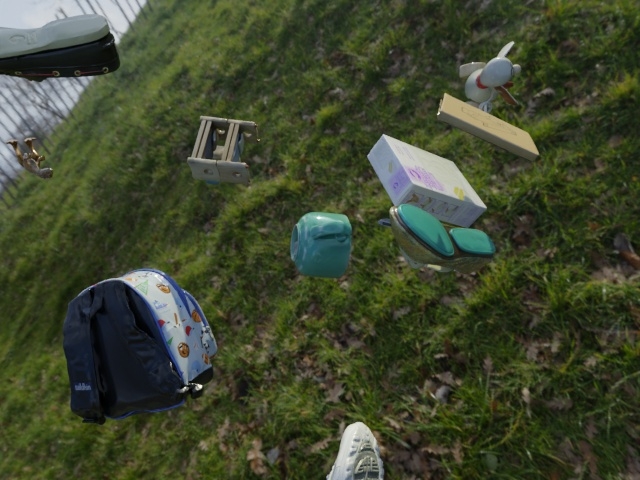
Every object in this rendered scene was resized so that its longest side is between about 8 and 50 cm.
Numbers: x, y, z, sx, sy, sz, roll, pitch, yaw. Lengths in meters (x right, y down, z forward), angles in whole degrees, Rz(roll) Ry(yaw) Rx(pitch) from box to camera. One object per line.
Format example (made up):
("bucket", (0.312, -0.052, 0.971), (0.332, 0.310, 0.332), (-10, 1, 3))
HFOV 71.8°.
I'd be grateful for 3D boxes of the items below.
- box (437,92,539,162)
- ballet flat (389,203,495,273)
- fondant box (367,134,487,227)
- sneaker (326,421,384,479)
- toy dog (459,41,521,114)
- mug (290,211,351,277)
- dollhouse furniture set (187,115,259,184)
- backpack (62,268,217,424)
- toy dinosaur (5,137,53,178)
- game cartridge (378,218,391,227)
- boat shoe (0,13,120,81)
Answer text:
("box", (0.334, -0.233, 0.894), (0.164, 0.201, 0.021), (-60, -5, -56))
("ballet flat", (0.242, 0.015, 0.937), (0.123, 0.348, 0.123), (-14, 71, 47))
("fondant box", (0.331, -0.180, 1.375), (0.096, 0.330, 0.238), (-54, 41, 34))
("sneaker", (0.021, 0.392, 0.662), (0.115, 0.090, 0.232), (-19, 44, 42))
("toy dog", (0.519, -0.460, 1.293), (0.161, 0.220, 0.334), (-8, 29, 6))
("mug", (-0.002, -0.002, 0.870), (0.129, 0.097, 0.158), (-103, 22, -51))
("dollhouse furniture set", (-0.214, -0.173, 1.035), (0.184, 0.129, 0.129), (96, -179, -62))
("backpack", (-0.351, 0.189, 0.869), (0.276, 0.263, 0.213), (-19, 9, 18))
("toy dinosaur", (-0.750, -0.205, 1.129), (0.064, 0.112, 0.211), (-26, 36, -36))
("game cartridge", (0.224, -0.050, 1.333), (0.083, 0.017, 0.056), (19, 23, 39))
("boat shoe", (-0.228, -0.143, 0.345), (0.133, 0.042, 0.049), (-14, 54, -12))
